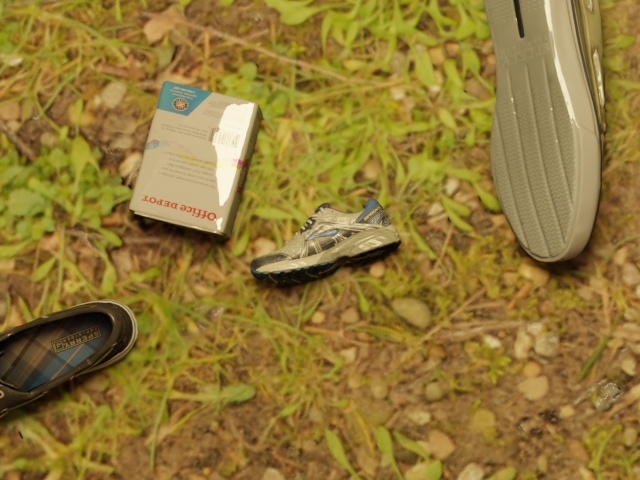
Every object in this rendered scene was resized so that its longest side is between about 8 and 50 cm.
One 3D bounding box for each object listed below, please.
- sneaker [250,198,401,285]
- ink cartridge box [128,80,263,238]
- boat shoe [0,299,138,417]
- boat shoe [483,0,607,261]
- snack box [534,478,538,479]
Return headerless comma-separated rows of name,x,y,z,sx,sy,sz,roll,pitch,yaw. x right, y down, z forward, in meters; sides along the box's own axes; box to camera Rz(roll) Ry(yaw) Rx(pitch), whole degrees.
sneaker,0.000,0.000,1.425,0.135,0.052,0.058,-16,73,-6
ink cartridge box,-0.111,-0.070,1.432,0.089,0.052,0.122,15,84,5
boat shoe,-0.271,0.114,1.411,0.229,0.076,0.080,-20,83,1
boat shoe,0.210,-0.134,1.396,0.094,0.109,0.302,-6,92,-39
snack box,0.189,0.285,1.354,0.037,0.100,0.141,31,87,-35
